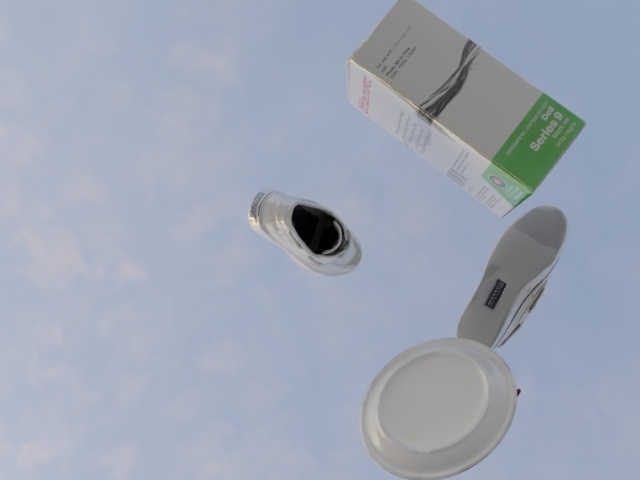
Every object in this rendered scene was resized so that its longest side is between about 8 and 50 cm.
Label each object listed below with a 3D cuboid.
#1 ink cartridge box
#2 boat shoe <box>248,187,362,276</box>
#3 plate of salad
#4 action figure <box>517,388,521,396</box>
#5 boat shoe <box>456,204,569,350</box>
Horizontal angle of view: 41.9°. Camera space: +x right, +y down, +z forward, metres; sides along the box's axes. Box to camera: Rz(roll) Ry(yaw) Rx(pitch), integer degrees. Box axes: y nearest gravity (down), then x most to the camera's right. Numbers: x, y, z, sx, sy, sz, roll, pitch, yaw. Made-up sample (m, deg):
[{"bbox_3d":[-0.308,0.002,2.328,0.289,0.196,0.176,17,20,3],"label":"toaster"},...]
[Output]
[{"bbox_3d":[0.184,-0.175,1.134,0.289,0.211,0.121,38,-94,5],"label":"ink cartridge box"},{"bbox_3d":[0.000,0.000,1.226,0.084,0.258,0.095,13,-96,38],"label":"boat shoe"},{"bbox_3d":[0.142,0.205,1.017,0.200,0.199,0.048,-22,-50,10],"label":"plate of salad"},{"bbox_3d":[0.286,0.242,1.295,0.038,0.115,0.030,42,-100,19],"label":"action figure"},{"bbox_3d":[0.317,0.068,1.337,0.096,0.088,0.267,31,-80,33],"label":"boat shoe"}]
